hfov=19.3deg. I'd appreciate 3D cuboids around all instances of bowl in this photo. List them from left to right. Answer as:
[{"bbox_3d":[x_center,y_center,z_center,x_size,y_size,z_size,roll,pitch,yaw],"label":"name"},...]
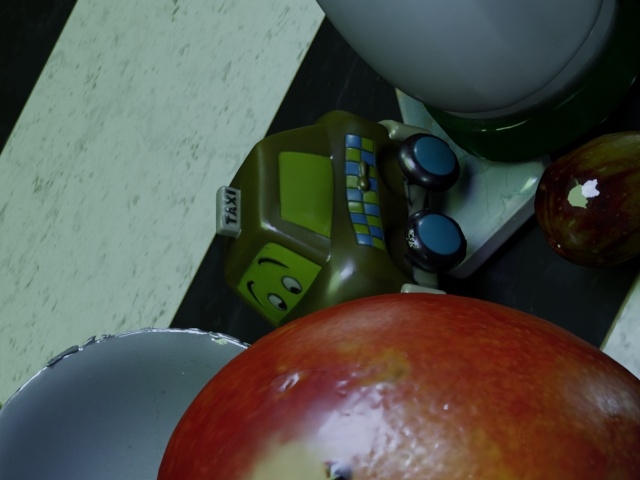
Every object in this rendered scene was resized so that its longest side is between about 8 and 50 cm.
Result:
[{"bbox_3d":[-0.144,0.264,1.731,0.157,0.346,0.345,82,-173,-58],"label":"bowl"}]

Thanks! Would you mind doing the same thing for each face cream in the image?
[{"bbox_3d":[0.104,-0.246,1.551,0.219,0.357,0.312,-29,44,16],"label":"face cream"}]

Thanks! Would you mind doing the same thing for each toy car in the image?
[{"bbox_3d":[0.000,0.000,1.675,0.204,0.198,0.247,127,147,-48],"label":"toy car"}]

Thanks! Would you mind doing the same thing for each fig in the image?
[{"bbox_3d":[0.246,-0.044,1.496,0.155,0.103,0.109,-37,33,-8],"label":"fig"}]

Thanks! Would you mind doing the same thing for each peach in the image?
[{"bbox_3d":[0.076,0.207,1.334,0.388,0.388,0.388,-34,43,39],"label":"peach"}]

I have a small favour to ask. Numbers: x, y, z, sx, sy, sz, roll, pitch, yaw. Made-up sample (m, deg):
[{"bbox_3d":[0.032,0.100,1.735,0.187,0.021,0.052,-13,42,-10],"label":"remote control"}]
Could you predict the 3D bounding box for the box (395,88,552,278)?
[{"bbox_3d":[0.139,-0.103,1.739,0.142,0.044,0.285,-48,35,31],"label":"box"}]
